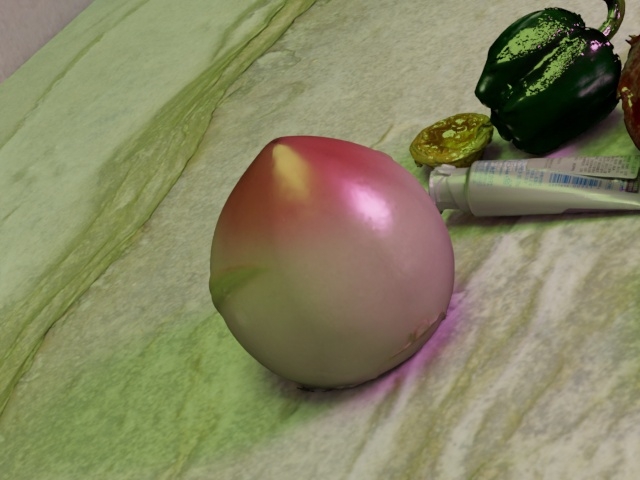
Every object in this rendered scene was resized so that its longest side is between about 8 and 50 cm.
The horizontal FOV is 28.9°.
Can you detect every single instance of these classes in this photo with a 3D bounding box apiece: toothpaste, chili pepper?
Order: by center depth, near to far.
[{"bbox_3d":[0.289,-0.069,1.578,0.299,0.073,0.114,-1,36,24],"label":"toothpaste"},{"bbox_3d":[0.337,-0.239,1.692,0.261,0.174,0.165,-38,38,-4],"label":"chili pepper"}]

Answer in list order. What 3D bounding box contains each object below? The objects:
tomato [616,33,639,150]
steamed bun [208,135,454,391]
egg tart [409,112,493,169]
[{"bbox_3d":[0.518,-0.215,1.514,0.309,0.170,0.309,-49,32,47],"label":"tomato"},{"bbox_3d":[0.000,0.000,1.458,0.309,0.309,0.309,-19,30,12],"label":"steamed bun"},{"bbox_3d":[0.189,-0.134,1.766,0.130,0.052,0.130,-18,30,11],"label":"egg tart"}]
